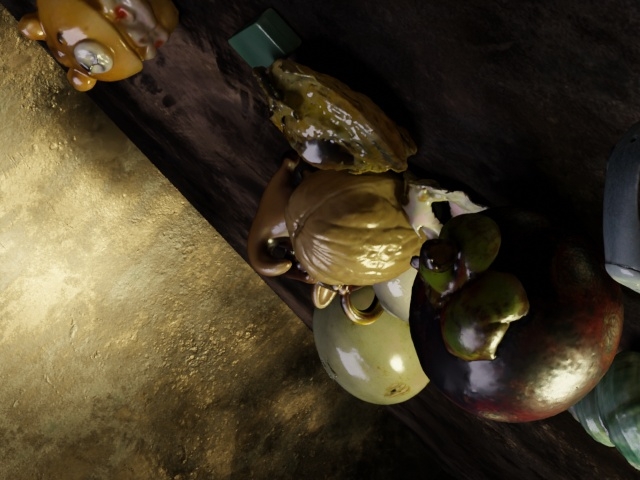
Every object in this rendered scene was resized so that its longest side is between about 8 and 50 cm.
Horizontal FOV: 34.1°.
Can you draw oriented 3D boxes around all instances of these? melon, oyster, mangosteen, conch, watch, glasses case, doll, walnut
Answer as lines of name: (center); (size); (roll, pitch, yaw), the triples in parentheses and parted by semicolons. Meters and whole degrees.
melon: (0.118, 0.223, 2.418); (0.330, 0.268, 0.268); (52, 166, -9)
oyster: (0.221, -0.033, 1.691); (0.209, 0.072, 0.133); (15, 124, 37)
mangosteen: (0.241, 0.096, 1.438); (0.359, 0.306, 0.306); (8, -170, -36)
conch: (0.514, 0.273, 1.638); (0.277, 0.196, 0.220); (0, 173, 35)
watch: (0.364, -0.028, 1.004); (0.206, 0.193, 0.068); (24, 175, -23)
glasses case: (-0.093, -0.327, 1.714); (0.078, 0.039, 0.184); (46, 167, -15)
doll: (0.003, -0.001, 2.163); (0.209, 0.318, 0.340); (-12, 147, 28)
walnut: (0.066, -0.029, 1.791); (0.260, 0.225, 0.225); (1, -165, -35)

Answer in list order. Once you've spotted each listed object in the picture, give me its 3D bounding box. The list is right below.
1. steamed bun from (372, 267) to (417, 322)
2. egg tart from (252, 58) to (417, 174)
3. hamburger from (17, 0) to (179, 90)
steamed bun: (0.183, 0.093, 2.091); (0.177, 0.131, 0.228); (28, 159, 45)
egg tart: (0.009, -0.182, 1.659); (0.297, 0.132, 0.297); (36, -179, -1)
hamburger: (-0.425, -0.420, 1.976); (0.276, 0.237, 0.276); (39, 170, 8)
